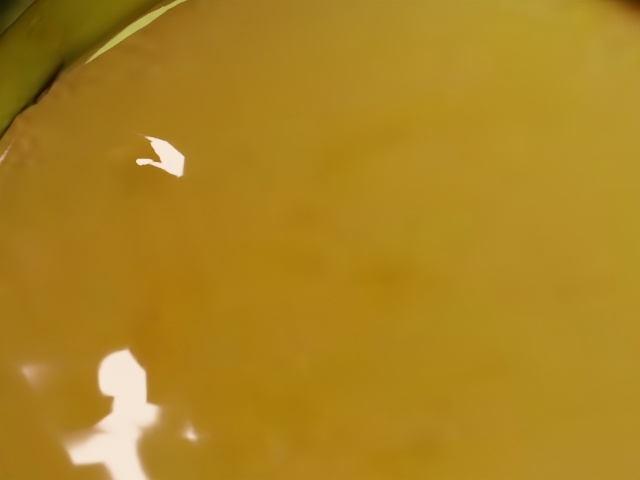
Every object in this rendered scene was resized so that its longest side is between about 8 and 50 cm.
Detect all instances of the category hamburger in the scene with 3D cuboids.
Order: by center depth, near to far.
[{"bbox_3d":[0.000,0.000,0.848,0.395,0.277,0.396,-2,112,-5],"label":"hamburger"}]
